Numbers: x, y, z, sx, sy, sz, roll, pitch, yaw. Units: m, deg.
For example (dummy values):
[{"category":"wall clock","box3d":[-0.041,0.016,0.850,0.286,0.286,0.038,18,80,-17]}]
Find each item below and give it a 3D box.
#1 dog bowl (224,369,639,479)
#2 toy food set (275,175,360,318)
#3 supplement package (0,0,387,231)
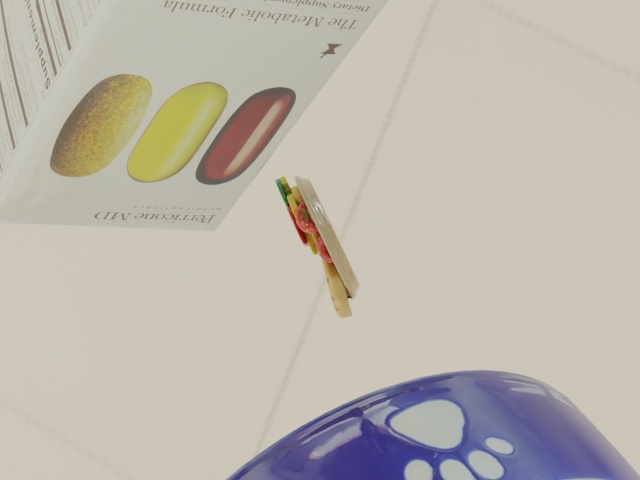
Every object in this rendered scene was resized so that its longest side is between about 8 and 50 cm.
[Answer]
[{"category":"dog bowl","box3d":[0.041,0.188,0.860,0.104,0.265,0.265,53,125,39]},{"category":"toy food set","box3d":[0.000,0.000,1.125,0.020,0.082,0.083,-26,122,1]},{"category":"supplement package","box3d":[-0.076,-0.123,0.945,0.244,0.139,0.134,-51,46,48]}]
